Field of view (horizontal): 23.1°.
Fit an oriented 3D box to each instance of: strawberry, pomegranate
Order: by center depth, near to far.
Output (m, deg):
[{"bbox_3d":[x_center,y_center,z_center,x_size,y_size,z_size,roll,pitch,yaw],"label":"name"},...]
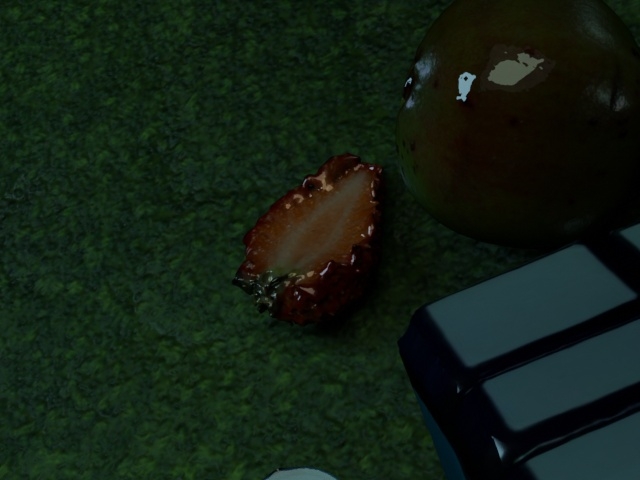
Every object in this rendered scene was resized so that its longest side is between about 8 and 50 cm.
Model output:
[{"bbox_3d":[0.152,-0.074,1.000,0.210,0.180,0.180,12,56,-13],"label":"pomegranate"},{"bbox_3d":[0.001,0.003,1.071,0.104,0.048,0.152,11,46,36],"label":"strawberry"}]

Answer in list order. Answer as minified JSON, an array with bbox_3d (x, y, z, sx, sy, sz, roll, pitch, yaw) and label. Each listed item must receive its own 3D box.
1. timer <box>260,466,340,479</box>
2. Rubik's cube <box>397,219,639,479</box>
[{"bbox_3d":[-0.034,0.285,0.895,0.232,0.091,0.250,-28,64,1],"label":"timer"},{"bbox_3d":[0.227,0.142,0.658,0.293,0.288,0.283,-25,20,-4],"label":"Rubik's cube"}]
